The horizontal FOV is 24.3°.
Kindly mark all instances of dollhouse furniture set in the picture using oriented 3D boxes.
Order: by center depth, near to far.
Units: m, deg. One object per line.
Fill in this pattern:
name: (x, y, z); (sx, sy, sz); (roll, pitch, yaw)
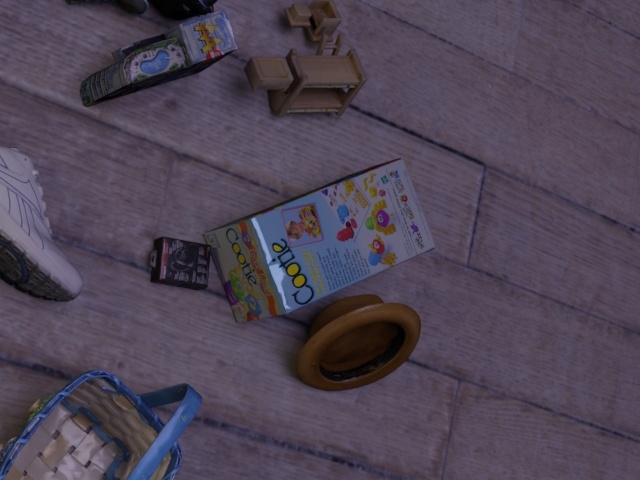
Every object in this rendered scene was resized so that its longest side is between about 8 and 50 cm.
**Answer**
dollhouse furniture set: (-0.054, -0.268, 2.180); (0.182, 0.101, 0.161); (-4, 59, -32)

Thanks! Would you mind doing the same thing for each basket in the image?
basket: (-0.281, 0.289, 1.805); (0.201, 0.289, 0.254); (49, 58, -22)

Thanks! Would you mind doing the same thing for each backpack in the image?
backpack: (-0.192, -0.362, 2.074); (0.105, 0.114, 0.084); (49, 60, -19)

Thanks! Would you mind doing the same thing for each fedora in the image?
fedora: (0.047, 0.135, 2.134); (0.194, 0.194, 0.079); (5, 43, -31)

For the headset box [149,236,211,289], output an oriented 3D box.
headset box: (-0.197, 0.031, 2.055); (0.083, 0.032, 0.062); (10, 76, -29)

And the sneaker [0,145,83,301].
sneaker: (-0.398, -0.047, 1.902); (0.297, 0.111, 0.129); (51, 54, -16)

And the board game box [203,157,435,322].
board game box: (0.000, 0.000, 2.117); (0.275, 0.142, 0.144); (-22, 94, -33)

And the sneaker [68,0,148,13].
sneaker: (-0.315, -0.351, 2.038); (0.166, 0.065, 0.076); (33, 83, -20)

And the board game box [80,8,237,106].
board game box: (-0.206, -0.250, 2.000); (0.194, 0.194, 0.060); (-22, 94, -33)
